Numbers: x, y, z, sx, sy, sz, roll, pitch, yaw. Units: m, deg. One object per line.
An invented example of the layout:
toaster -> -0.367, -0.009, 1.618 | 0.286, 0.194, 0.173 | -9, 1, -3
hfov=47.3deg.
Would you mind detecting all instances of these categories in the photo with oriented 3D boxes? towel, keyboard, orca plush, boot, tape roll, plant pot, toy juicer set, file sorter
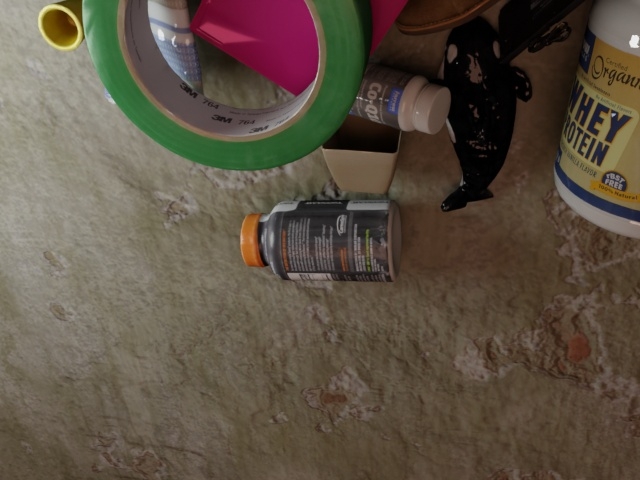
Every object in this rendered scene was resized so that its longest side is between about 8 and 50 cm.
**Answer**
towel -> -0.242, -0.284, 0.949 | 0.209, 0.034, 0.285 | 24, 137, 31
keyboard -> 0.275, -0.276, 0.880 | 0.023, 0.108, 0.180 | 9, 160, -20
orca plush -> 0.206, -0.155, 1.018 | 0.151, 0.102, 0.287 | 13, 126, 5
boot -> 0.183, -0.334, 0.848 | 0.115, 0.112, 0.305 | 35, 153, -30
tape roll -> -0.103, -0.235, 0.831 | 0.320, 0.077, 0.322 | 7, 127, 9
plant pot -> 0.067, -0.130, 1.077 | 0.108, 0.109, 0.096 | 5, 139, 10
toy juicer set -> -0.329, -0.424, 0.974 | 0.209, 0.090, 0.329 | -3, 123, 16
file sorter -> 0.014, -0.349, 0.882 | 0.202, 0.182, 0.291 | 31, 127, -9

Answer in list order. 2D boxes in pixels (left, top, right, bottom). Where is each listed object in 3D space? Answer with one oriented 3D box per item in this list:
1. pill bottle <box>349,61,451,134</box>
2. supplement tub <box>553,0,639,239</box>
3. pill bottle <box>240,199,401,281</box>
pill bottle -> 0.104, -0.195, 1.003 | 0.137, 0.078, 0.078 | 23, 131, 30
supplement tub -> 0.418, -0.182, 0.867 | 0.228, 0.228, 0.317 | 7, 125, 9
pill bottle -> 0.000, 0.000, 1.162 | 0.245, 0.130, 0.131 | 0, 124, 14
